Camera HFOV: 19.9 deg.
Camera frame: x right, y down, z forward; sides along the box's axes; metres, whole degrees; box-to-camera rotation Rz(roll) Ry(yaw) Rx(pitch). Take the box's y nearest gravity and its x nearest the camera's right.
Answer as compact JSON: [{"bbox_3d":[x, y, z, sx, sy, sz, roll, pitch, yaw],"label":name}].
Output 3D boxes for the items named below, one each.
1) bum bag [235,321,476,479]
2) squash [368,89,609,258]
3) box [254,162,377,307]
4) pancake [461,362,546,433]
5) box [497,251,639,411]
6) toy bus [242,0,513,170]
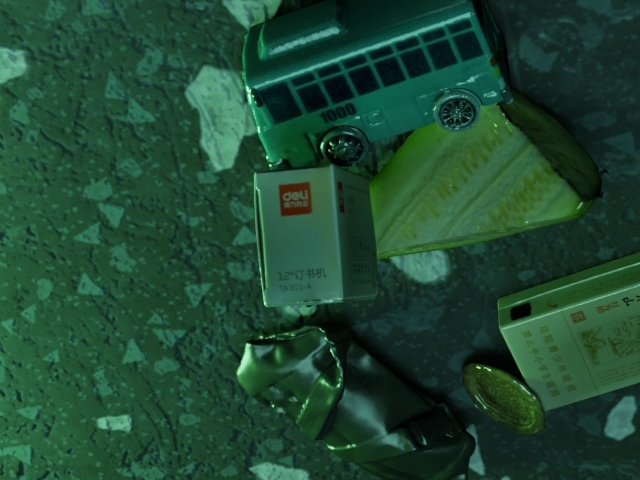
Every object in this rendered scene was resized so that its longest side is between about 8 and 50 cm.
[{"bbox_3d":[0.053,0.196,2.097,0.326,0.079,0.142,35,123,-21],"label":"bum bag"},{"bbox_3d":[0.154,-0.014,1.911,0.111,0.203,0.288,-3,138,-52],"label":"squash"},{"bbox_3d":[0.000,0.000,1.802,0.079,0.269,0.135,-5,89,9],"label":"box"},{"bbox_3d":[0.209,0.181,2.087,0.115,0.011,0.115,31,149,21],"label":"pancake"},{"bbox_3d":[0.313,0.100,2.033,0.201,0.058,0.141,-20,122,16],"label":"box"},{"bbox_3d":[0.048,-0.174,1.804,0.256,0.128,0.147,-17,125,13],"label":"toy bus"}]
